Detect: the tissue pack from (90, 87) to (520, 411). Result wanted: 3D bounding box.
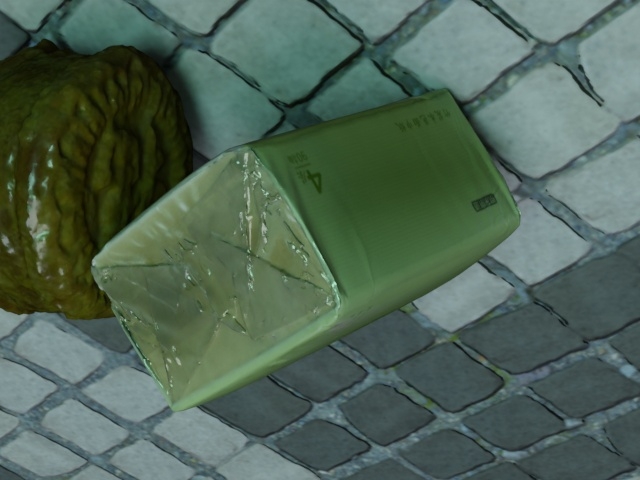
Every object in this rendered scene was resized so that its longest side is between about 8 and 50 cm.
[{"bbox_3d":[0.000,0.000,0.776,0.159,0.234,0.125,-32,84,36],"label":"tissue pack"}]

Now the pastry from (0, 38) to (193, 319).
[{"bbox_3d":[-0.160,-0.039,0.796,0.103,0.189,0.189,6,139,24],"label":"pastry"}]
